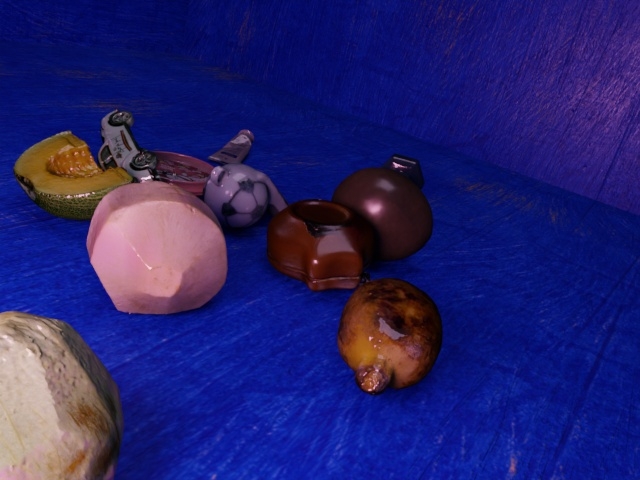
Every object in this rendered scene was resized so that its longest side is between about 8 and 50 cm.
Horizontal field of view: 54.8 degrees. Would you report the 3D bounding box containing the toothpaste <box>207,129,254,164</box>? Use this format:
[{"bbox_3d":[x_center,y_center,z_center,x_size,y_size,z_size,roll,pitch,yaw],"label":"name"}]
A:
[{"bbox_3d":[-0.274,-0.287,1.968,0.096,0.061,0.266,17,28,2],"label":"toothpaste"}]

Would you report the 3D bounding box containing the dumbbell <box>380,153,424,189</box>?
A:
[{"bbox_3d":[0.223,-0.161,1.848,0.144,0.159,0.325,-12,13,17],"label":"dumbbell"}]

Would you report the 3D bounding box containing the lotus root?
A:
[{"bbox_3d":[0.113,0.149,0.996,0.169,0.141,0.314,20,21,4],"label":"lotus root"}]

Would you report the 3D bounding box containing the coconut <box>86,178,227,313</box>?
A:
[{"bbox_3d":[-0.262,0.013,1.010,0.237,0.197,0.237,16,16,-5],"label":"coconut"}]

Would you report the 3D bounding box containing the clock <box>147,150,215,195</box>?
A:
[{"bbox_3d":[-0.374,-0.167,1.578,0.245,0.056,0.244,14,21,-6],"label":"clock"}]

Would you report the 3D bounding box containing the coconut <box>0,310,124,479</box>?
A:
[{"bbox_3d":[-0.282,0.191,0.546,0.205,0.235,0.236,-22,25,1],"label":"coconut"}]

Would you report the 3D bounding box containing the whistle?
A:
[{"bbox_3d":[-0.180,-0.087,1.432,0.163,0.163,0.289,27,-14,28],"label":"whistle"}]

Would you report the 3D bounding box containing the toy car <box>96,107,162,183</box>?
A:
[{"bbox_3d":[-0.433,-0.170,1.388,0.125,0.136,0.306,-28,53,-15],"label":"toy car"}]

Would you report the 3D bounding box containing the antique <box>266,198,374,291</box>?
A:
[{"bbox_3d":[0.000,0.000,1.285,0.224,0.129,0.278,-1,23,-9],"label":"antique"}]

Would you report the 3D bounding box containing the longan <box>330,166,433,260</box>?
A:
[{"bbox_3d":[0.136,-0.064,1.446,0.246,0.215,0.246,53,-3,4],"label":"longan"}]

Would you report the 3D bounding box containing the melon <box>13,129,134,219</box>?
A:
[{"bbox_3d":[-0.507,-0.101,1.252,0.169,0.129,0.265,-29,50,-36],"label":"melon"}]

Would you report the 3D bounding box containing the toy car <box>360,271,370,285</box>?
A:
[{"bbox_3d":[0.059,0.076,1.303,0.093,0.025,0.041,7,22,6],"label":"toy car"}]
